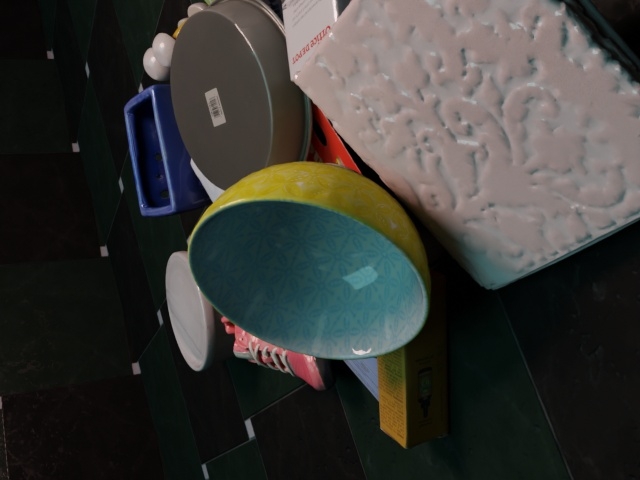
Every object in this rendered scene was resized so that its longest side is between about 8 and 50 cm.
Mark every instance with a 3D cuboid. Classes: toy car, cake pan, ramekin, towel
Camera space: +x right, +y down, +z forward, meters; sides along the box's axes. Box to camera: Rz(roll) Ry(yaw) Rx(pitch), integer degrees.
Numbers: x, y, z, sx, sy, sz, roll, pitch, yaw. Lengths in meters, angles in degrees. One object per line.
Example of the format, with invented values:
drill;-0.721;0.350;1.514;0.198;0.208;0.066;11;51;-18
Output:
toy car;-0.264;-0.385;1.497;0.136;0.159;0.182;45;156;-14
cake pan;-0.125;-0.195;1.026;0.293;0.054;0.293;25;125;43
ramekin;-0.247;0.149;1.640;0.273;0.127;0.273;29;124;56
towel;0.152;-0.122;0.705;0.332;0.053;0.317;48;146;-1

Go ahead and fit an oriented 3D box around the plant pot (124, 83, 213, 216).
plant pot;-0.239;-0.176;1.415;0.236;0.212;0.236;-2;98;63

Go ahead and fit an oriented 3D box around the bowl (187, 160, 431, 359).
bowl;0.000;0.000;0.879;0.289;0.289;0.156;118;172;-50

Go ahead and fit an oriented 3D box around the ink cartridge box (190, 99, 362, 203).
ink cartridge box;-0.082;-0.101;1.097;0.308;0.091;0.385;59;159;15

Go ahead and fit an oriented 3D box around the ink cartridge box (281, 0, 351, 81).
ink cartridge box;0.013;-0.302;0.872;0.139;0.082;0.191;-18;79;62

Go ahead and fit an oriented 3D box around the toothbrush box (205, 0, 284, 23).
toothbrush box;-0.112;-0.423;1.117;0.283;0.122;0.206;57;168;39

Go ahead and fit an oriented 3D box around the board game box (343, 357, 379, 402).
board game box;0.044;0.125;1.183;0.281;0.027;0.145;44;138;49

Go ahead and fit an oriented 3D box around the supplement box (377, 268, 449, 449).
supplement box;0.123;0.156;0.988;0.080;0.078;0.234;17;113;60

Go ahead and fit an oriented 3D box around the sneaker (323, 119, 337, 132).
sneaker;0.097;-0.190;0.913;0.286;0.109;0.130;9;97;55

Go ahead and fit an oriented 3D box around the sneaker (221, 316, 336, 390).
sneaker;-0.080;0.192;1.301;0.314;0.136;0.116;38;152;55
